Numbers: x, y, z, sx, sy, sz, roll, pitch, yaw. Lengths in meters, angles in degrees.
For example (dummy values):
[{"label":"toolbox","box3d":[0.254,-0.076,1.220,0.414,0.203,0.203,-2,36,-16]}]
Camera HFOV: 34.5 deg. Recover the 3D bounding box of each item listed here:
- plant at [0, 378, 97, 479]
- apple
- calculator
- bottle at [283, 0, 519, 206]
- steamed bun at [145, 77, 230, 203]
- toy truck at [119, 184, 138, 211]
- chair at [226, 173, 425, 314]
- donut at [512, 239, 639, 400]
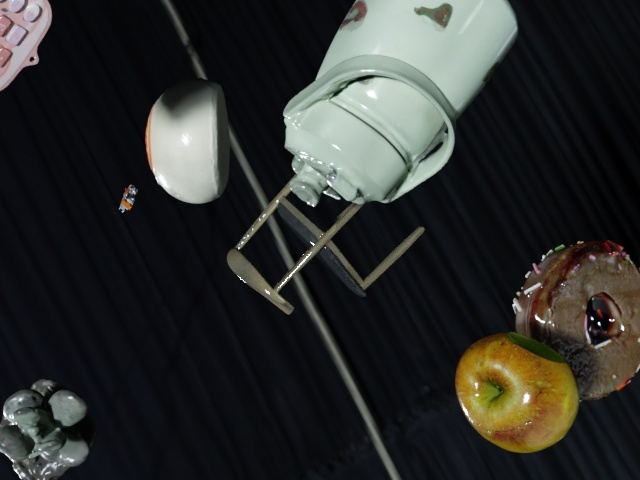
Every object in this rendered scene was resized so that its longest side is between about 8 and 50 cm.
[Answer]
[{"label":"plant","box3d":[-0.416,0.292,1.558,0.146,0.149,0.274,-48,-2,-17]},{"label":"apple","box3d":[0.269,0.207,1.395,0.147,0.163,0.146,4,-70,-48]},{"label":"calculator","box3d":[-0.559,-0.351,1.522,0.329,0.048,0.220,33,-80,-36]},{"label":"bottle","box3d":[0.087,-0.195,1.348,0.352,0.229,0.229,-54,-5,-8]},{"label":"steamed bun","box3d":[-0.303,-0.222,2.318,0.177,0.283,0.283,-2,-8,1]},{"label":"toy truck","box3d":[-0.388,-0.086,2.085,0.032,0.024,0.083,-43,21,22]},{"label":"chair","box3d":[0.000,0.000,1.669,0.272,0.188,0.166,-43,-46,-3]},{"label":"donut","box3d":[0.423,0.127,1.664,0.269,0.270,0.103,-24,16,-28]}]
